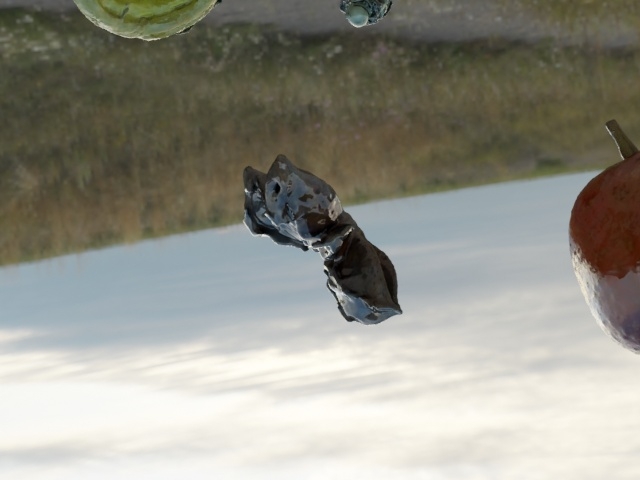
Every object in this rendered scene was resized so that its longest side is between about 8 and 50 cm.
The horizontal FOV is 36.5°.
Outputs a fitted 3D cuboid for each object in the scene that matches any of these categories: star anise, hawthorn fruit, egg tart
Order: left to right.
[{"bbox_3d":[-0.298,-0.526,1.710,0.345,0.345,0.132,-10,-143,-26],"label":"egg tart"},{"bbox_3d":[-0.004,-0.004,1.226,0.110,0.257,0.198,-45,-177,-3],"label":"star anise"},{"bbox_3d":[0.452,-0.020,1.246,0.287,0.330,0.287,-21,158,-9],"label":"hawthorn fruit"}]

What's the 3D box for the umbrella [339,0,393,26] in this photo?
[{"bbox_3d":[0.066,-0.323,1.255,0.067,0.062,0.143,11,-131,18],"label":"umbrella"}]
